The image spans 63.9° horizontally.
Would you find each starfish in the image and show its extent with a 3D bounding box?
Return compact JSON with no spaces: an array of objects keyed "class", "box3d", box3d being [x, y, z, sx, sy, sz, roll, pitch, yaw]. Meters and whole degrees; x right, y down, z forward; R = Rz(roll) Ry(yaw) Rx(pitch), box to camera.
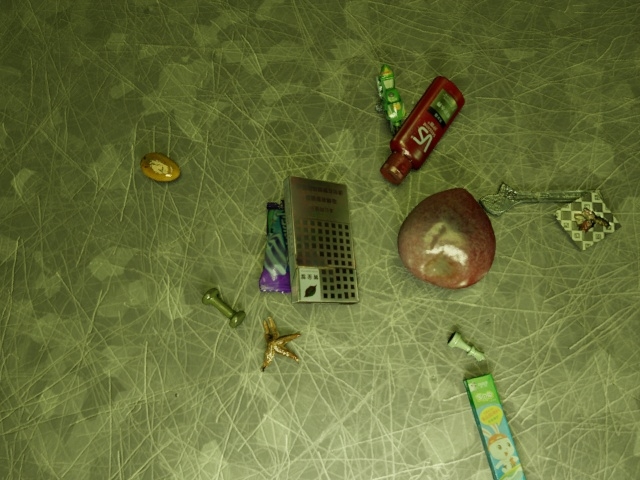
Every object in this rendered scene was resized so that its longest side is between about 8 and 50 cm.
[{"class":"starfish","box3d":[-0.112,0.271,1.278,0.133,0.041,0.130,29,78,12]}]

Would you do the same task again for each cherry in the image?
[{"class":"cherry","box3d":[0.310,-0.004,1.263,0.239,0.206,0.239,2,38,-2]}]

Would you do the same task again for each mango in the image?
[{"class":"mango","box3d":[-0.448,-0.205,1.436,0.114,0.057,0.079,19,71,0]}]

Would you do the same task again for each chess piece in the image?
[{"class":"chess piece","box3d":[0.359,0.264,1.254,0.093,0.042,0.042,34,78,6]}]

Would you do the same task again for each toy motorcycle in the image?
[{"class":"toy motorcycle","box3d":[0.194,-0.383,1.423,0.074,0.106,0.190,-12,74,-1]}]

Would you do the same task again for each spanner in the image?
[{"class":"spanner","box3d":[0.585,-0.113,1.360,0.325,0.026,0.093,-1,74,2]}]

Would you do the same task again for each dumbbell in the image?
[{"class":"dumbbell","box3d":[-0.247,0.172,1.310,0.118,0.052,0.046,37,123,13]}]

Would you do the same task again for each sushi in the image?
[{"class":"sushi","box3d":[0.689,-0.049,1.335,0.126,0.026,0.120,-30,76,-1]}]

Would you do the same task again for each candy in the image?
[{"class":"candy","box3d":[-0.083,0.013,1.340,0.145,0.070,0.275,-1,69,10]}]

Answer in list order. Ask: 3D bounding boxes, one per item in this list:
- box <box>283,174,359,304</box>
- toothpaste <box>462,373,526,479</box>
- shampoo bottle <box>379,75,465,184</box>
[{"class":"box","box3d":[0.001,0.001,1.305,0.180,0.047,0.325,6,69,-31]},{"class":"toothpaste","box3d":[0.403,0.449,1.187,0.065,0.050,0.267,-14,72,2]},{"class":"shampoo bottle","box3d":[0.274,-0.296,1.396,0.118,0.076,0.314,43,76,-30]}]
